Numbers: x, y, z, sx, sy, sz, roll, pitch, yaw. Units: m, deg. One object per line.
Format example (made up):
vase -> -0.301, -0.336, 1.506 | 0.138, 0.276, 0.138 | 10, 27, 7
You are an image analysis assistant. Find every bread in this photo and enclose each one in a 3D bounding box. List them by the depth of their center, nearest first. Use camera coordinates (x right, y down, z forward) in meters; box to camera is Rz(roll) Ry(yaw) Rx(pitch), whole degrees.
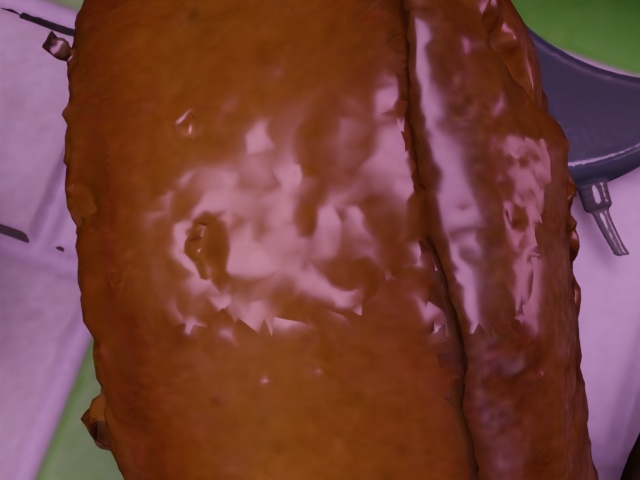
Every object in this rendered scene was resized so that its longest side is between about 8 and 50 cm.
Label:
bread -> 0.000, 0.000, 0.451 | 0.194, 0.179, 0.340 | -8, 83, 9

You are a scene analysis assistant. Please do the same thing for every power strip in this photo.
power strip -> 0.094, -0.089, 0.569 | 0.137, 0.044, 0.216 | -37, 80, -9

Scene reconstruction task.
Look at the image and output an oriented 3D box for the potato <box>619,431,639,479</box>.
potato -> 0.188, 0.140, 0.435 | 0.165, 0.165, 0.262 | 18, 42, 3
